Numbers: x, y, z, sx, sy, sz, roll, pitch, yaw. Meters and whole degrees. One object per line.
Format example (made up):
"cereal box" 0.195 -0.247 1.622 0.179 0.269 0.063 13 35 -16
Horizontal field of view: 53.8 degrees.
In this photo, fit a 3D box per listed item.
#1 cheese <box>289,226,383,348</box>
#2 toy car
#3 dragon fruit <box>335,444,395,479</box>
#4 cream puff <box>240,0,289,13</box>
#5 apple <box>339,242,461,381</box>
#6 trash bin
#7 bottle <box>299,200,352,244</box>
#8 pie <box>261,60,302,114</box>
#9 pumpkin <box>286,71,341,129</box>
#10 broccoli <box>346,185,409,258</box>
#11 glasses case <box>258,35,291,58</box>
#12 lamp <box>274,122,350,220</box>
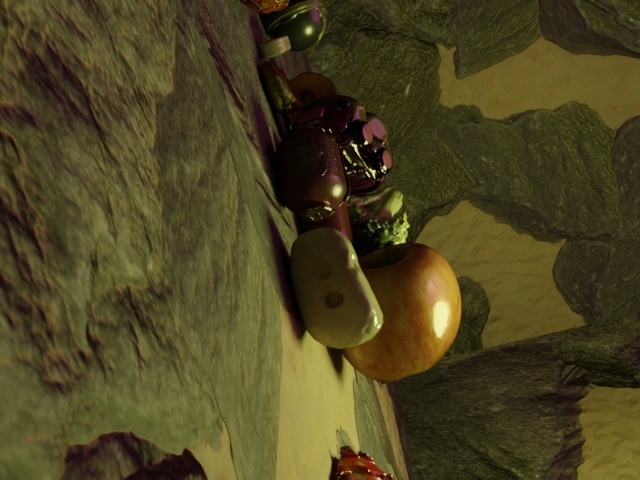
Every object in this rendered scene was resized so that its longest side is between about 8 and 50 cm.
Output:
"cheese" 0.029 0.114 1.400 0.248 0.173 0.251 -110 180 -51
"toy car" 0.073 -0.306 1.874 0.341 0.271 0.240 49 46 -41
"dragon fruit" 0.114 0.542 1.382 0.161 0.126 0.274 -93 167 -56
"cream puff" -0.164 -0.707 1.630 0.240 0.163 0.240 0 90 -79
"apple" 0.209 0.206 1.793 0.391 0.391 0.347 -66 140 -79
"trash bin" -0.101 -0.784 2.061 0.214 0.214 0.334 -56 127 -80
"bottle" 0.014 -0.049 1.734 0.144 0.143 0.336 60 17 -64
"pie" -0.114 -0.429 1.783 0.193 0.079 0.163 -21 86 -82
"pumpkin" -0.014 -0.387 2.004 0.139 0.190 0.281 46 31 -77
"broccoli" 0.149 -0.074 2.043 0.347 0.281 0.293 -10 -62 56
"glasses case" -0.135 -0.577 1.879 0.196 0.083 0.050 -88 163 -71
"lamp" -0.021 -0.173 1.567 0.180 0.180 0.258 60 19 -64
